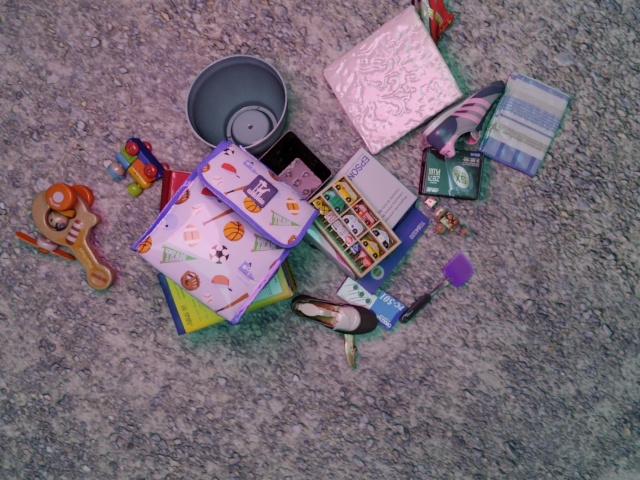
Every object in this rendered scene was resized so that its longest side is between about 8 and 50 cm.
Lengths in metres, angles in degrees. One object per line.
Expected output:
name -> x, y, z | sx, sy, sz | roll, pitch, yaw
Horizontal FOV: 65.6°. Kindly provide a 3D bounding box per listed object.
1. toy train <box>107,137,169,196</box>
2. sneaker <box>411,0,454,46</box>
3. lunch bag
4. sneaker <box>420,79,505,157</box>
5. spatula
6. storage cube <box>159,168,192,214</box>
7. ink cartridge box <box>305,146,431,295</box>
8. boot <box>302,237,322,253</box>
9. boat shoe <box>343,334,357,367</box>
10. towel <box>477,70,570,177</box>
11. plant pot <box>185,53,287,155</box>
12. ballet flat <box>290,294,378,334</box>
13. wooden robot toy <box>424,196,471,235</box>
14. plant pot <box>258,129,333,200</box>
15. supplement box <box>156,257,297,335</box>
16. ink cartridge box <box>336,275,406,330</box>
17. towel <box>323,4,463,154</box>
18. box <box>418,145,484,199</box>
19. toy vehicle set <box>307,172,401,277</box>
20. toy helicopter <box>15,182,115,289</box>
toy train -> -0.546, -0.187, 1.562 | 0.143, 0.105, 0.248 | -38, 94, 14
sneaker -> 0.357, -0.664, 1.534 | 0.118, 0.107, 0.279 | -4, 94, -8
lunch bag -> -0.233, -0.027, 1.291 | 0.327, 0.239, 0.386 | 39, 77, -6
sneaker -> 0.458, -0.365, 1.510 | 0.319, 0.112, 0.131 | -35, 85, -12
spatula -> 0.365, 0.162, 1.582 | 0.296, 0.030, 0.084 | -42, 93, 1
storage cube -> -0.369, -0.104, 1.479 | 0.214, 0.183, 0.193 | 4, 97, -25
ink cartridge box -> 0.141, -0.060, 1.514 | 0.330, 0.071, 0.324 | 41, 75, -2
boot -> 0.000, 0.000, 1.557 | 0.189, 0.086, 0.069 | 29, 91, 0
boat shoe -> 0.100, 0.326, 1.579 | 0.048, 0.056, 0.153 | -7, 84, 6
towel -> 0.640, -0.367, 1.568 | 0.209, 0.034, 0.285 | 23, 93, -2
plant pot -> -0.227, -0.369, 1.484 | 0.292, 0.196, 0.293 | -1, 77, 6
ballet flat -> 0.035, 0.234, 1.529 | 0.280, 0.096, 0.096 | 10, 88, 13
wooden robot toy -> 0.385, -0.055, 1.562 | 0.173, 0.076, 0.079 | 43, 102, 0
plant pot -> -0.083, -0.188, 1.509 | 0.188, 0.167, 0.187 | -44, 83, 1
supplement box -> -0.272, 0.125, 1.510 | 0.356, 0.195, 0.194 | -19, 91, 2
ink cartridge box -> 0.161, 0.187, 1.579 | 0.207, 0.046, 0.097 | 34, 92, 0
towel -> 0.218, -0.480, 1.514 | 0.331, 0.053, 0.317 | -30, 92, 21
box -> 0.406, -0.208, 1.551 | 0.180, 0.077, 0.148 | 7, 92, 1
toy vehicle set -> 0.089, -0.043, 1.445 | 0.166, 0.035, 0.267 | -41, 93, -15
toy helicopter -> -0.775, 0.007, 1.547 | 0.234, 0.140, 0.355 | -32, 93, 3
